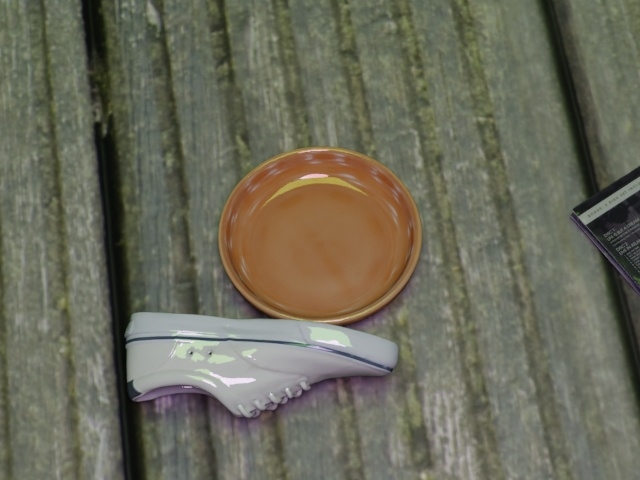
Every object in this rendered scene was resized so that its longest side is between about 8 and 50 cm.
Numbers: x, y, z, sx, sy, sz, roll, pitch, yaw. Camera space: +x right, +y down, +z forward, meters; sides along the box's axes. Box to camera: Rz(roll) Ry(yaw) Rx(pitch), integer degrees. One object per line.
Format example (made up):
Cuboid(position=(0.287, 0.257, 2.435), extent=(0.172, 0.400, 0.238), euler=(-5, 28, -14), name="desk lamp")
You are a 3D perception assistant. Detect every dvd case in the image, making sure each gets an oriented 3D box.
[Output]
Cuboid(position=(0.377, 0.010, 1.673), extent=(0.164, 0.018, 0.221), euler=(-32, 65, -14), name="dvd case")

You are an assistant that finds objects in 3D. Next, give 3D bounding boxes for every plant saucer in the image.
Cuboid(position=(0.000, 0.000, 1.681), extent=(0.200, 0.037, 0.200), euler=(0, 61, 1), name="plant saucer")

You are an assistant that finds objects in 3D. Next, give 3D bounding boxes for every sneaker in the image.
Cuboid(position=(-0.056, 0.122, 1.596), extent=(0.258, 0.094, 0.091), euler=(3, 79, 8), name="sneaker")
